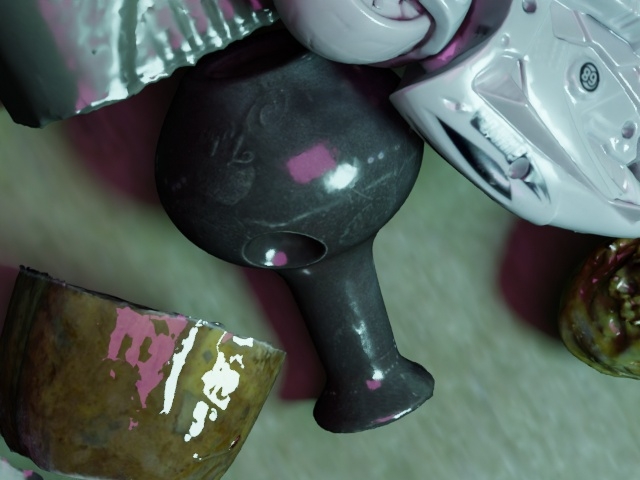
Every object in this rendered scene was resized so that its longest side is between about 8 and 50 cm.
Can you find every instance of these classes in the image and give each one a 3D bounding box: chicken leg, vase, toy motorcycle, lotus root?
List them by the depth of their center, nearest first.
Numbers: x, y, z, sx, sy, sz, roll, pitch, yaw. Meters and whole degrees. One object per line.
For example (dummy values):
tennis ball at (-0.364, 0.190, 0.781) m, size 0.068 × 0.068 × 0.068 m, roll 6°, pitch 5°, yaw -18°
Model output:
toy motorcycle at (0.087, -0.062, 0.823) m, size 0.254 × 0.112 × 0.112 m, roll 23°, pitch 83°, yaw -29°
lotus root at (-0.078, 0.061, 0.841) m, size 0.112 × 0.122 × 0.081 m, roll 12°, pitch 88°, yaw -23°
vase at (0.000, 0.000, 0.877) m, size 0.120 × 0.120 × 0.182 m, roll -25°, pitch 111°, yaw -14°
chicken leg at (0.222, 0.025, 0.933) m, size 0.228 × 0.103 × 0.088 m, roll 0°, pitch 69°, yaw -18°

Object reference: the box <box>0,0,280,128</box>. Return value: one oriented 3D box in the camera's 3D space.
box at (-0.058, -0.179, 0.856) m, size 0.274 × 0.138 × 0.178 m, roll -27°, pitch 104°, yaw -14°

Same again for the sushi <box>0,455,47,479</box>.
sushi at (-0.169, 0.225, 0.834) m, size 0.294 × 0.059 × 0.292 m, roll 26°, pitch 94°, yaw -10°
